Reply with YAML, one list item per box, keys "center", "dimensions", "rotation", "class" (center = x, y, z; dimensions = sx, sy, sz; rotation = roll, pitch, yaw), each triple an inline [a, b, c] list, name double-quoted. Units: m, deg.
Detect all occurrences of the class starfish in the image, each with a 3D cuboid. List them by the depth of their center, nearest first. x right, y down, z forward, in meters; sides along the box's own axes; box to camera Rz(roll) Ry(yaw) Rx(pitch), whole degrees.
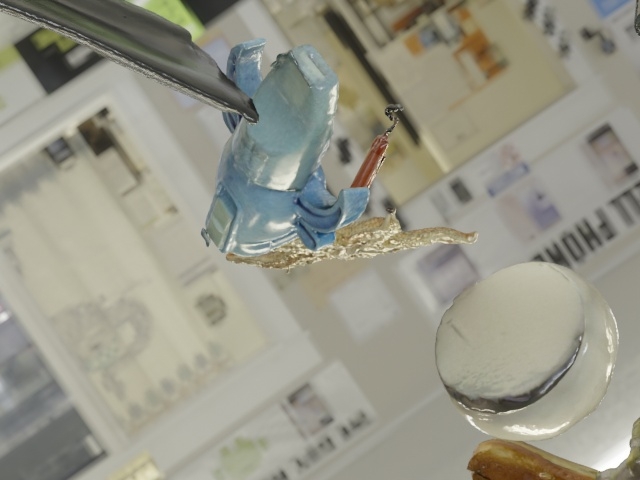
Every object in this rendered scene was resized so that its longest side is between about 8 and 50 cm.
- center: [0.000, 0.006, 1.565]
  dimensions: [0.295, 0.048, 0.231]
  rotation: [-4, 174, -31]
  class: "starfish"

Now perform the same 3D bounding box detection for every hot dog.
- center: [0.331, 0.351, 1.892]
  dimensions: [0.135, 0.337, 0.100]
  rotation: [-69, 156, -4]
  class: "hot dog"

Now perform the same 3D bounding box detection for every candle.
- center: [0.048, -0.072, 1.628]
  dimensions: [0.026, 0.021, 0.167]
  rotation: [4, 119, -45]
  class: "candle"

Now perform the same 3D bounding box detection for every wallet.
- center: [-0.190, -0.182, 1.207]
  dimensions: [0.041, 0.247, 0.323]
  rotation: [-63, -156, 12]
  class: "wallet"

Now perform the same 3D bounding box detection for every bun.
- center: [0.202, 0.111, 1.430]
  dimensions: [0.173, 0.120, 0.173]
  rotation: [-23, -135, 26]
  class: "bun"

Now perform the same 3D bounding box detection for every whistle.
- center: [-0.036, -0.067, 1.292]
  dimensions: [0.093, 0.180, 0.269]
  rotation: [-21, 158, -30]
  class: "whistle"

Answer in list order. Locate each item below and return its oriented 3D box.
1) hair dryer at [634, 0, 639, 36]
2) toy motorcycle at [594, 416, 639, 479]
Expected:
- center: [0.462, -0.264, 1.878]
  dimensions: [0.050, 0.195, 0.173]
  rotation: [-37, -157, 41]
  class: "hair dryer"
- center: [0.354, 0.249, 1.547]
  dimensions: [0.223, 0.108, 0.341]
  rotation: [-53, -177, 0]
  class: "toy motorcycle"
